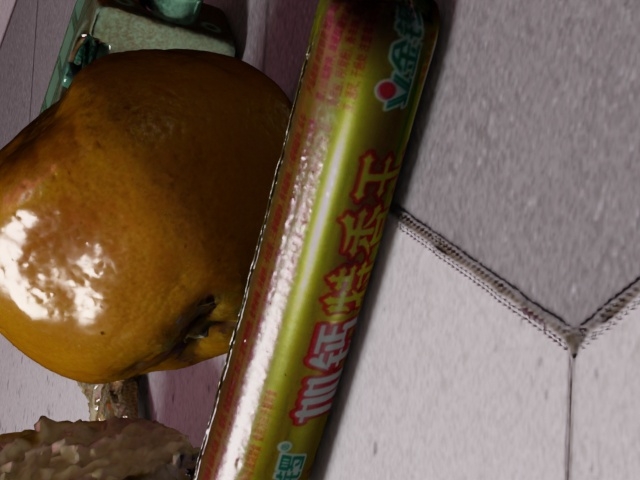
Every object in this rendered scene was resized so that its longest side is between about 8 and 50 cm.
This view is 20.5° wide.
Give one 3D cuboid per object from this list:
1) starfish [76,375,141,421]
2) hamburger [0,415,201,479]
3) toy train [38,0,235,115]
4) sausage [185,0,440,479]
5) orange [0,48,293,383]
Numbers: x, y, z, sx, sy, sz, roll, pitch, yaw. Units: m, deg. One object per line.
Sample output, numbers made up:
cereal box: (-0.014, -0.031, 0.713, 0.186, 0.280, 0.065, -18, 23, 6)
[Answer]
starfish: (-0.178, 0.104, 1.559, 0.295, 0.048, 0.231, -131, 51, -60)
hamburger: (-0.247, 0.325, 1.269, 0.268, 0.445, 0.287, -128, 17, -60)
toy train: (-0.165, -0.069, 1.418, 0.159, 0.129, 0.326, -115, 42, -60)
sausage: (0.000, 0.000, 1.039, 0.082, 0.082, 0.371, -116, 37, -56)
orange: (-0.118, -0.004, 1.162, 0.183, 0.249, 0.249, 63, 146, 30)
